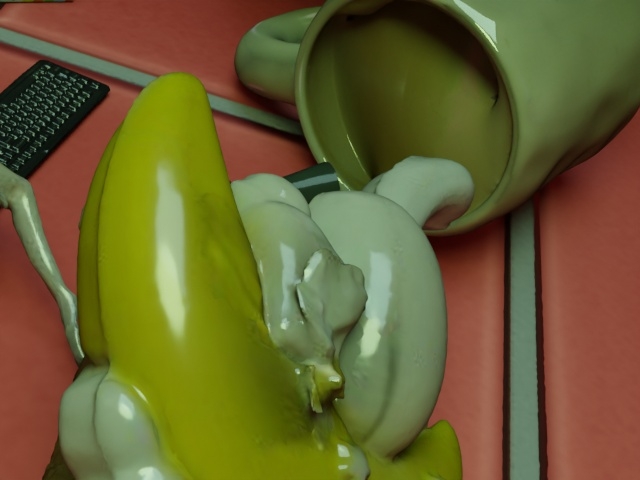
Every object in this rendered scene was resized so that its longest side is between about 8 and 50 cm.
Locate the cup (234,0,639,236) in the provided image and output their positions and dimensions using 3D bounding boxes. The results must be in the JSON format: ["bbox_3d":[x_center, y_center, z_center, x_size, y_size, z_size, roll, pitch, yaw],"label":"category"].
[{"bbox_3d":[0.079,-0.105,0.715,0.202,0.255,0.173,-32,103,-44],"label":"cup"}]

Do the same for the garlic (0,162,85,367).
[{"bbox_3d":[-0.264,-0.054,0.404,0.340,0.231,0.246,-9,56,-33],"label":"garlic"}]

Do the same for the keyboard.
[{"bbox_3d":[-0.181,-0.067,0.639,0.053,0.010,0.155,22,38,1],"label":"keyboard"}]

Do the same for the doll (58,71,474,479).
[{"bbox_3d":[-0.007,0.049,0.448,0.237,0.111,0.252,23,58,-43],"label":"doll"}]

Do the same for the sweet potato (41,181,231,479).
[{"bbox_3d":[-0.073,0.052,0.501,0.072,0.066,0.314,33,41,-20],"label":"sweet potato"}]

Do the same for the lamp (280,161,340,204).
[{"bbox_3d":[-0.001,-0.001,0.622,0.054,0.041,0.121,-11,44,-22],"label":"lamp"}]
